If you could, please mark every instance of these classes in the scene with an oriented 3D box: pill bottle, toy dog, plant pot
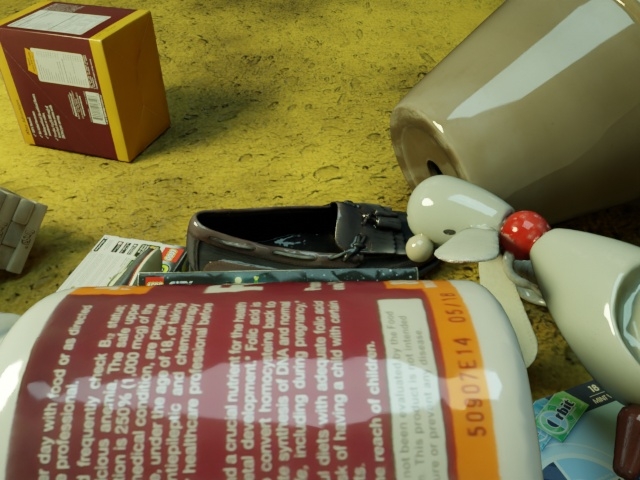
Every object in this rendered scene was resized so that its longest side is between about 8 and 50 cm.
[{"bbox_3d":[-0.080,0.140,0.409,0.392,0.224,0.224,-1,38,0],"label":"pill bottle"},{"bbox_3d":[0.188,0.063,0.500,0.161,0.220,0.334,-49,25,-11],"label":"toy dog"},{"bbox_3d":[0.248,-0.143,0.731,0.280,0.323,0.323,-29,43,-8],"label":"plant pot"}]

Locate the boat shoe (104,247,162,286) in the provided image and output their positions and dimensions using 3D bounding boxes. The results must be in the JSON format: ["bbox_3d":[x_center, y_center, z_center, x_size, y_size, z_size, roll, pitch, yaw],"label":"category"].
[{"bbox_3d":[-0.199,0.055,0.605,0.043,0.049,0.137,7,44,13],"label":"boat shoe"}]

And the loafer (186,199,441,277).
[{"bbox_3d":[0.000,0.000,0.687,0.303,0.095,0.109,-7,39,-7],"label":"loafer"}]

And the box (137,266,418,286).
[{"bbox_3d":[-0.034,0.058,0.575,0.233,0.159,0.044,-1,81,0],"label":"box"}]

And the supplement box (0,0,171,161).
[{"bbox_3d":[-0.359,-0.245,0.932,0.194,0.191,0.129,12,40,15],"label":"supplement box"}]

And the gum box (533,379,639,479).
[{"bbox_3d":[0.225,0.201,0.469,0.157,0.041,0.184,-14,40,-17],"label":"gum box"}]

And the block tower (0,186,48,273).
[{"bbox_3d":[-0.466,-0.054,0.618,0.097,0.335,0.091,18,86,40],"label":"block tower"}]

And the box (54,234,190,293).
[{"bbox_3d":[-0.228,0.075,0.646,0.114,0.036,0.207,8,39,12],"label":"box"}]
